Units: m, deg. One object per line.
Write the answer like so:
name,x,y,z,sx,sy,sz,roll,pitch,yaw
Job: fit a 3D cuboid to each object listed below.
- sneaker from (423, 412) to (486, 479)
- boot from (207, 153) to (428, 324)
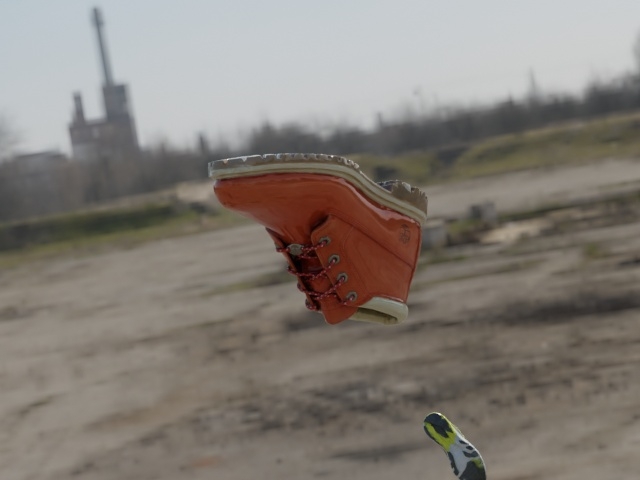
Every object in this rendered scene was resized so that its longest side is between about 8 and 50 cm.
sneaker,0.132,0.197,1.502,0.031,0.083,0.035,-38,-13,11
boot,0.000,0.000,0.857,0.059,0.085,0.158,-4,-16,44
